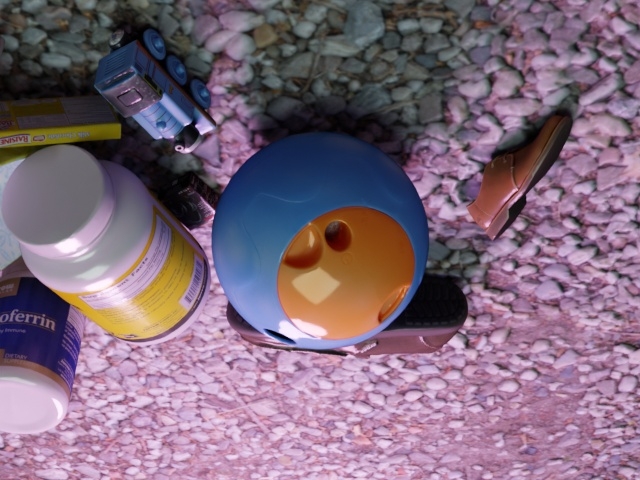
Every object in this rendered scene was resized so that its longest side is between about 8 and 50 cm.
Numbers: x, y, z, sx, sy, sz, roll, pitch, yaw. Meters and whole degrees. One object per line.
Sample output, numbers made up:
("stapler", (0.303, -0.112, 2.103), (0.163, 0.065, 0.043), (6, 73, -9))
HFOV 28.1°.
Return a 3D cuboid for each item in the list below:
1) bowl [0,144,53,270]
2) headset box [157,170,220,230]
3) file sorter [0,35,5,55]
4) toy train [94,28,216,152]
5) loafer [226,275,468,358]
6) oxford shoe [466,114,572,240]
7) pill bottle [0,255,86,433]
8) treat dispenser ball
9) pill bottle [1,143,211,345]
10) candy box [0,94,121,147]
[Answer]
("bowl", (-0.494, -0.069, 1.723), (0.156, 0.289, 0.289), (48, 138, 16))
("headset box", (-0.183, -0.054, 1.834), (0.062, 0.032, 0.083), (-23, 131, 27))
("file sorter", (-0.551, -0.244, 1.537), (0.193, 0.173, 0.277), (-24, 132, 29))
("toy train", (-0.208, -0.186, 1.629), (0.080, 0.105, 0.184), (-21, 133, 26))
("loafer", (0.038, 0.134, 1.955), (0.366, 0.134, 0.130), (3, 139, 1))
("oxford shoe", (0.264, -0.096, 1.732), (0.076, 0.076, 0.212), (44, 125, 14))
("pill bottle", (-0.431, 0.139, 1.897), (0.153, 0.265, 0.153), (1, 138, 1))
("treat dispenser ball", (0.000, 0.000, 1.691), (0.288, 0.288, 0.288), (2, 139, 2))
("pill bottle", (-0.289, 0.006, 1.732), (0.188, 0.188, 0.334), (-9, 154, 14))
("candy box", (-0.366, -0.152, 1.636), (0.206, 0.105, 0.027), (-6, 122, -18))
